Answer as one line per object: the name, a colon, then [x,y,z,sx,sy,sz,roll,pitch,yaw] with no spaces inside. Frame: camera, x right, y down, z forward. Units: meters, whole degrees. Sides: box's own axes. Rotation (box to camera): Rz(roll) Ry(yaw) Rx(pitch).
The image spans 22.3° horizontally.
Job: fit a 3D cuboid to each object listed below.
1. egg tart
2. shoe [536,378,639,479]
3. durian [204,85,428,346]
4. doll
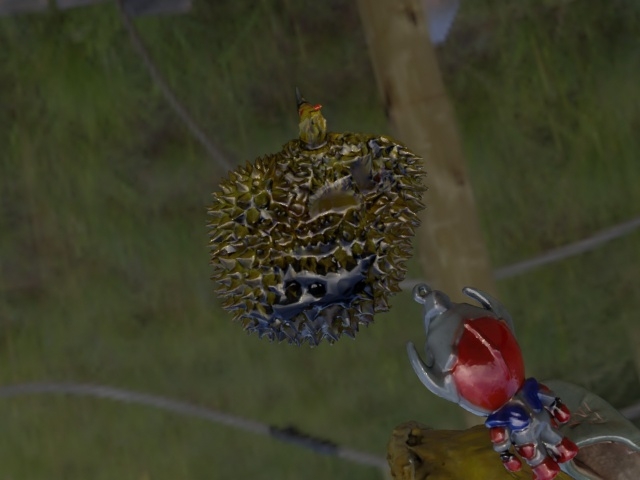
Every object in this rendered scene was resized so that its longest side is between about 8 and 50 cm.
egg tart: [0.239,0.348,1.939,0.169,0.388,0.388,-44,150,12]
shoe: [0.252,0.190,1.523,0.078,0.195,0.079,17,103,-57]
durian: [0.000,0.000,1.341,0.193,0.137,0.237,-7,140,0]
doll: [0.140,0.112,1.346,0.104,0.194,0.062,-39,-176,-14]
